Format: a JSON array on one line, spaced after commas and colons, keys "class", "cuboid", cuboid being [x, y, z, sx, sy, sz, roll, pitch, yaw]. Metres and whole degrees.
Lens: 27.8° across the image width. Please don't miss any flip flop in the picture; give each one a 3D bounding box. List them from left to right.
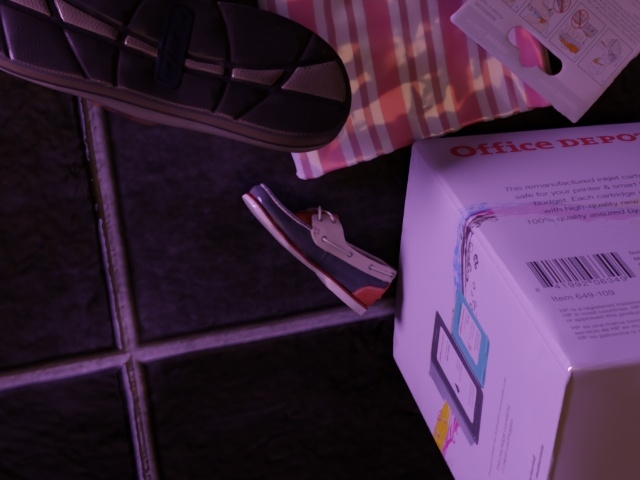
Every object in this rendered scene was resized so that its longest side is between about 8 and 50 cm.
[{"class": "flip flop", "cuboid": [-0.115, -0.120, 0.805, 0.277, 0.080, 0.112, 18, 67, -15]}]

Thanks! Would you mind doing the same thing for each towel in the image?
[{"class": "towel", "cuboid": [0.062, -0.132, 0.887, 0.197, 0.029, 0.144, -18, 116, -8]}]

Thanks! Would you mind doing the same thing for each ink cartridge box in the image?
[{"class": "ink cartridge box", "cuboid": [0.184, -0.189, 0.884, 0.145, 0.045, 0.179, 32, 106, -34]}, {"class": "ink cartridge box", "cuboid": [0.185, 0.069, 0.866, 0.198, 0.270, 0.197, -6, 123, -14]}]

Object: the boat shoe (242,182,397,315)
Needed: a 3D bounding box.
[{"class": "boat shoe", "cuboid": [0.000, 0.000, 0.917, 0.043, 0.049, 0.137, -46, 120, 3]}]
